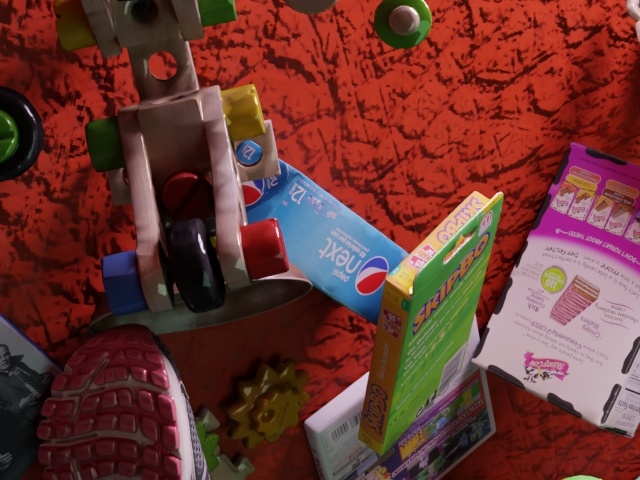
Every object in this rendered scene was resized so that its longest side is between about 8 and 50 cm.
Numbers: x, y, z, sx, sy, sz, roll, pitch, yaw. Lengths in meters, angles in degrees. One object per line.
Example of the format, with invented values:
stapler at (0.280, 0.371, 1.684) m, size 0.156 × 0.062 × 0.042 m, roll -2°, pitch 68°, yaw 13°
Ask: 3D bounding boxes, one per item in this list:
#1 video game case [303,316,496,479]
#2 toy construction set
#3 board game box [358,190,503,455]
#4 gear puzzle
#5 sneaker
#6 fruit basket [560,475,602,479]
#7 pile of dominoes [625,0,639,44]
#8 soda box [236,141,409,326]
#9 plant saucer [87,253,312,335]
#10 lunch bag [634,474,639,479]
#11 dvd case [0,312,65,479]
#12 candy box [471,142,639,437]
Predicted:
video game case at (0.081, 0.178, 1.488) m, size 0.201 × 0.023 × 0.183 m, roll -36°, pitch 136°, yaw -23°
toy construction set at (-0.069, -0.114, 1.027) m, size 0.309 × 0.237 × 0.257 m, roll -37°, pitch 95°, yaw 7°
board game box at (0.091, 0.068, 1.313) m, size 0.124 × 0.039 × 0.259 m, roll -43°, pitch 158°, yaw -32°
gear puzzle at (-0.122, 0.236, 1.311) m, size 0.339 × 0.044 × 0.175 m, roll -45°, pitch 138°, yaw -13°
sneaker at (-0.133, 0.193, 1.194) m, size 0.112 × 0.121 × 0.299 m, roll -52°, pitch 144°, yaw -55°
fruit basket at (0.153, 0.351, 1.493) m, size 0.392 × 0.392 × 0.283 m, roll -43°, pitch 121°, yaw -14°
pile of dominoes at (0.367, -0.110, 1.425) m, size 0.040 × 0.251 × 0.196 m, roll -26°, pitch 159°, yaw 30°
soda box at (0.000, 0.000, 1.254) m, size 0.067 × 0.071 × 0.210 m, roll -55°, pitch 140°, yaw -1°
plant saucer at (-0.091, 0.039, 1.157) m, size 0.168 × 0.168 × 0.029 m, roll 1°, pitch 72°, yaw -44°
lunch bag at (0.402, 0.395, 1.877) m, size 0.224 × 0.108 × 0.279 m, roll -30°, pitch 132°, yaw -23°
dvd case at (-0.284, 0.116, 1.088) m, size 0.179 × 0.029 × 0.238 m, roll -48°, pitch 138°, yaw -9°
candy box at (0.262, 0.045, 1.455) m, size 0.071 × 0.159 × 0.233 m, roll 23°, pitch 93°, yaw -49°
